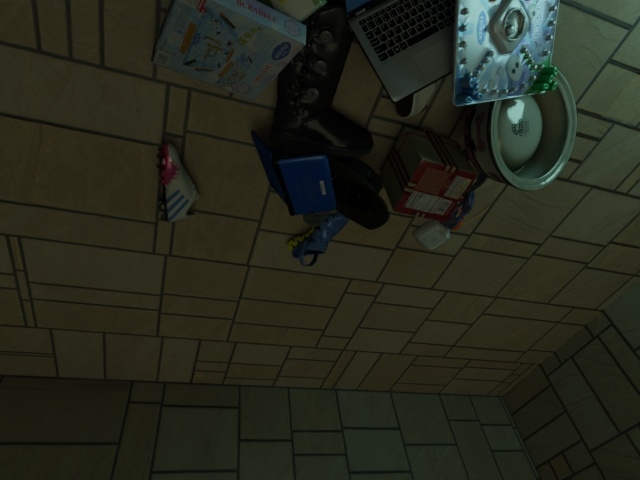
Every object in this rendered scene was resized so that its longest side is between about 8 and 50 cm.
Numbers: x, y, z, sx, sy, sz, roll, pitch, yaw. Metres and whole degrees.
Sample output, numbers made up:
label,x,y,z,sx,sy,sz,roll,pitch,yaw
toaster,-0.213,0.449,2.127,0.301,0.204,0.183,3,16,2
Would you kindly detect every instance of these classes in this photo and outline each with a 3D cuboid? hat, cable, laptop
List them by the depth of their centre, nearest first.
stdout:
label,x,y,z,sx,sy,sz,roll,pitch,yaw
laptop,0.272,-0.640,1.044,0.382,0.236,0.407,-30,93,-6
hat,0.120,-0.193,1.448,0.134,0.332,0.331,-50,136,-23
cable,0.603,-0.279,1.642,0.151,0.047,0.184,-10,121,-13

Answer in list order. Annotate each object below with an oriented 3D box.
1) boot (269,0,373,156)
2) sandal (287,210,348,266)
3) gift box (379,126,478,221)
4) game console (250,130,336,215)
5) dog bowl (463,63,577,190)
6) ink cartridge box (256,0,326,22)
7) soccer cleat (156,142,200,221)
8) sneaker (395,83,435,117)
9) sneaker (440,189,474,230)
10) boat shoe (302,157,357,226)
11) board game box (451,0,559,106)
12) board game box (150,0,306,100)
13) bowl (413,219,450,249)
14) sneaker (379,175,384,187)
label,x,y,z,sx,sy,sz,roll,pitch,yaw
boot,0.046,-0.497,1.299,0.368,0.146,0.444,3,128,-15
sandal,0.000,0.000,1.736,0.126,0.138,0.317,23,125,-39
gift box,0.385,-0.232,1.508,0.277,0.258,0.255,14,129,-21
game console,-0.086,-0.236,1.429,0.251,0.173,0.293,-6,148,6
dog bowl,0.652,-0.370,1.386,0.409,0.150,0.407,-5,101,-26
ink cartridge box,-0.122,-0.637,1.097,0.235,0.056,0.171,-20,111,34
soccer cleat,-0.505,-0.207,1.498,0.143,0.116,0.331,-7,138,-25
sneaker,0.320,-0.546,1.338,0.123,0.106,0.289,-22,135,-37
sneaker,0.575,-0.137,1.755,0.087,0.083,0.221,15,124,-6
boat shoe,0.042,-0.194,1.608,0.118,0.103,0.320,30,117,-12
board game box,0.528,-0.587,1.137,0.390,0.050,0.389,-16,115,-24
board game box,-0.254,-0.525,1.122,0.318,0.065,0.319,12,163,-32
bowl,0.504,-0.020,1.868,0.142,0.053,0.142,-35,129,20
sneaker,0.192,-0.194,1.658,0.167,0.064,0.076,-27,148,19
